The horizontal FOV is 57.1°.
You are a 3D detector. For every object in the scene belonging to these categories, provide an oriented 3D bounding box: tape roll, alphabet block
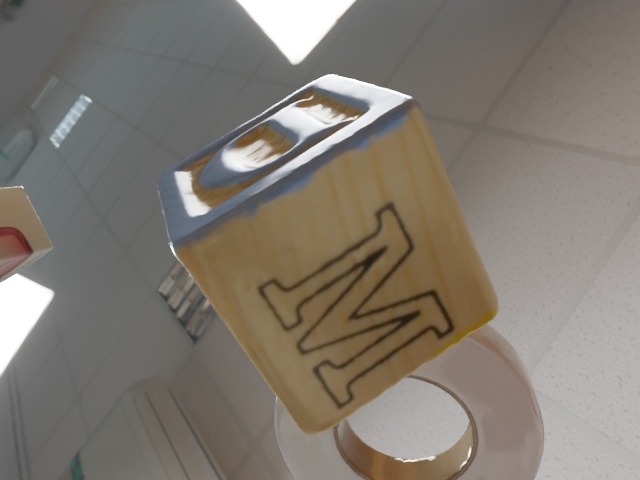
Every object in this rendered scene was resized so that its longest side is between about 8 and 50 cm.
[{"bbox_3d":[0.127,0.270,0.871,0.392,0.392,0.072,-38,-170,21],"label":"tape roll"},{"bbox_3d":[0.000,0.000,0.496,0.193,0.197,0.192,-31,-154,-4],"label":"alphabet block"}]

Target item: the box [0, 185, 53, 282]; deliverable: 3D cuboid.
[{"bbox_3d":[-0.578,0.009,0.930,0.148,0.127,0.232,-28,179,20],"label":"box"}]
